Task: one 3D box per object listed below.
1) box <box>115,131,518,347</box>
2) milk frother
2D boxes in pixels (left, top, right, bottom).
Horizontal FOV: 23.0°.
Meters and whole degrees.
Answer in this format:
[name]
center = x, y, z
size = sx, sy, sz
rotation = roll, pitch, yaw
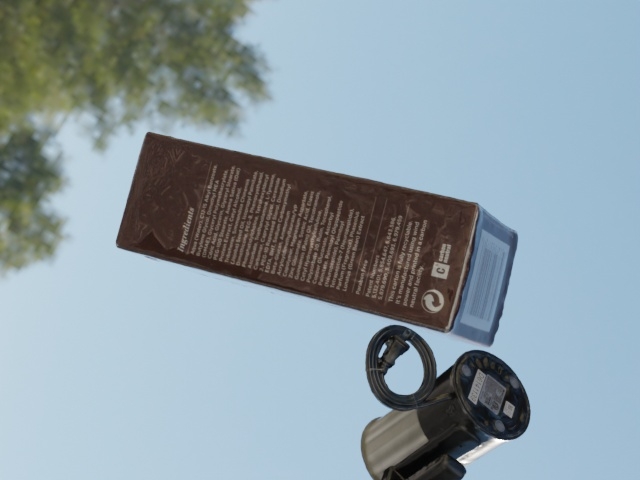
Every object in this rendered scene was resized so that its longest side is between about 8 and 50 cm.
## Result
[box]
center = 0.000, 0.000, 1.668
size = 0.191, 0.381, 0.143
rotation = 24, 79, -69
[milk frother]
center = 0.076, 0.145, 1.334
size = 0.135, 0.143, 0.129
rotation = -41, 177, 40
